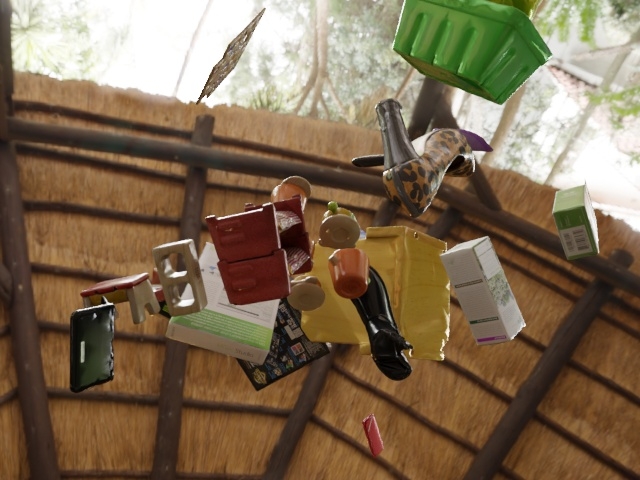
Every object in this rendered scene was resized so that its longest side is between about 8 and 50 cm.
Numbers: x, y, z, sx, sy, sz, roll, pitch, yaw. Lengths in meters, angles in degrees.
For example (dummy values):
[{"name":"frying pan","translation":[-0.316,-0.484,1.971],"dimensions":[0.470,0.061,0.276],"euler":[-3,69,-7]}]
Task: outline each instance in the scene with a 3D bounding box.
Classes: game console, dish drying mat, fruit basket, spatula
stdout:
[{"name":"game console","translation":[-0.356,0.156,0.794],"dimensions":[0.071,0.122,0.107],"euler":[5,-174,27]},{"name":"dish drying mat","translation":[0.102,0.376,0.994],"dimensions":[0.032,0.083,0.008],"euler":[-30,-160,-38]},{"name":"fruit basket","translation":[0.419,-0.571,1.309],"dimensions":[0.282,0.392,0.392],"euler":[15,-157,-49]},{"name":"spatula","translation":[0.178,-0.171,0.993],"dimensions":[0.296,0.031,0.084],"euler":[-7,156,40]}]

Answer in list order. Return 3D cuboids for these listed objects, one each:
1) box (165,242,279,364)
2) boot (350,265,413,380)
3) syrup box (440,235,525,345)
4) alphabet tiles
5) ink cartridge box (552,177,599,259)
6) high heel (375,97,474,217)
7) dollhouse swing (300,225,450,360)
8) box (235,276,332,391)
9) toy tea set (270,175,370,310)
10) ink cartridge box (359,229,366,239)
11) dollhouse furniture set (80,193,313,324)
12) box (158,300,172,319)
[{"name":"box","translation":[-0.219,0.146,1.282],"dimensions":[0.232,0.059,0.322],"euler":[18,-148,-6]},{"name":"boot","translation":[0.133,0.178,1.186],"dimensions":[0.094,0.247,0.207],"euler":[-23,-172,3]},{"name":"syrup box","translation":[0.386,0.121,1.224],"dimensions":[0.093,0.096,0.237],"euler":[-24,-88,-44]},{"name":"alphabet tiles","translation":[-0.213,-0.412,1.188],"dimensions":[0.009,0.198,0.237],"euler":[35,-132,-11]},{"name":"ink cartridge box","translation":[0.550,-0.051,1.109],"dimensions":[0.062,0.109,0.209],"euler":[-15,-166,31]},{"name":"high heel","translation":[0.181,-0.091,0.803],"dimensions":[0.261,0.093,0.186],"euler":[18,-125,-42]},{"name":"dollhouse swing","translation":[0.163,0.163,1.505],"dimensions":[0.304,0.347,0.315],"euler":[-10,161,43]},{"name":"box","translation":[-0.159,0.303,1.700],"dimensions":[0.296,0.293,0.073],"euler":[59,-170,-4]},{"name":"toy tea set","translation":[0.000,0.000,1.128],"dimensions":[0.199,0.336,0.124],"euler":[-7,-143,5]},{"name":"ink cartridge box","translation":[0.140,0.129,1.948],"dimensions":[0.151,0.270,0.395],"euler":[0,-157,-29]},{"name":"dollhouse furniture set","translation":[-0.216,0.033,0.927],"dimensions":[0.373,0.152,0.201],"euler":[-11,-172,10]},{"name":"box","translation":[-0.402,0.186,1.351],"dimensions":[0.190,0.045,0.184],"euler":[6,156,48]}]
